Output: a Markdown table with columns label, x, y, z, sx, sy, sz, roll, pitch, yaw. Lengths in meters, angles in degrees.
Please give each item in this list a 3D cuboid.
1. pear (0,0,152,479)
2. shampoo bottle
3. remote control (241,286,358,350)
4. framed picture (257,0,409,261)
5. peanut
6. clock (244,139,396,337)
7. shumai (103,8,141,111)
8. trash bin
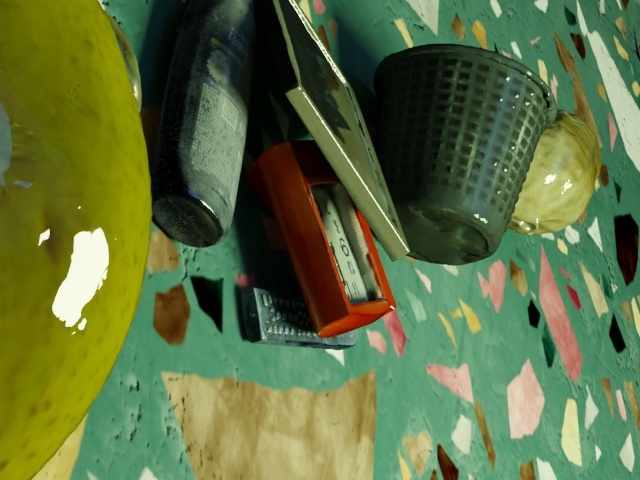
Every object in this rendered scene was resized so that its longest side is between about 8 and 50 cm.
| label | x | y | z | sx | sy | sz | roll | pitch | yaw |
| --- | --- | --- | --- | --- | --- | --- | --- | --- | --- |
| pear | -0.207 | -0.040 | 0.853 | 0.340 | 0.191 | 0.386 | -3 | 87 | -42 |
| shampoo bottle | -0.086 | -0.107 | 1.386 | 0.087 | 0.049 | 0.234 | 51 | 36 | -44 |
| remote control | -0.016 | 0.068 | 1.467 | 0.152 | 0.027 | 0.043 | 15 | 68 | -59 |
| framed picture | 0.000 | -0.124 | 1.495 | 0.192 | 0.018 | 0.265 | 55 | 12 | -35 |
| peanut | 0.233 | -0.073 | 1.913 | 0.224 | 0.129 | 0.129 | -35 | 108 | -62 |
| clock | 0.000 | 0.000 | 1.463 | 0.113 | 0.061 | 0.155 | -2 | 70 | -68 |
| shumai | -0.213 | -0.083 | 1.068 | 0.201 | 0.201 | 0.120 | 69 | -13 | -13 |
| trash bin | 0.120 | -0.070 | 1.659 | 0.175 | 0.175 | 0.161 | 44 | 50 | -47 |
